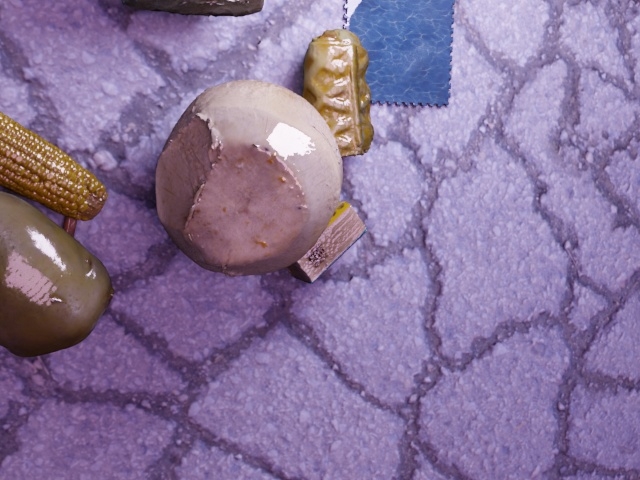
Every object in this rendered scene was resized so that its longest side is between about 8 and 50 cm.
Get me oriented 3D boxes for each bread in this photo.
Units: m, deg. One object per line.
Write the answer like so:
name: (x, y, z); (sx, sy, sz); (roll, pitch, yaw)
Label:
bread: (0.032, -0.292, 1.837); (0.152, 0.130, 0.267); (-12, 100, -51)

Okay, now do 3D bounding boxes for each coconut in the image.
coconut: (-0.133, -0.119, 1.687); (0.346, 0.360, 0.346); (1, 112, 1)

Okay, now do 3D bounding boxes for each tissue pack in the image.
tissue pack: (0.000, 0.000, 1.866); (0.169, 0.120, 0.082); (-44, 108, -11)

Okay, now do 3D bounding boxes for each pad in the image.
pad: (0.168, -0.423, 1.945); (0.270, 0.012, 0.268); (-3, 98, -23)

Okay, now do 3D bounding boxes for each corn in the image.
corn: (-0.530, -0.139, 1.622); (0.322, 0.119, 0.119); (35, 82, -29)

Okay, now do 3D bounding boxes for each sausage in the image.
sausage: (-0.478, 0.002, 1.710); (0.026, 0.026, 0.116); (12, 91, -24)

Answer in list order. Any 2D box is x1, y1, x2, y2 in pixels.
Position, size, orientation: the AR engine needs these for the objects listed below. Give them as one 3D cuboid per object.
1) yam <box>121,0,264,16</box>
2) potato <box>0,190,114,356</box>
yam: (-0.239, -0.508, 1.658); (0.271, 0.201, 0.202); (-2, 77, -19)
potato: (-0.533, 0.066, 1.584); (0.326, 0.221, 0.243); (44, 86, -17)
